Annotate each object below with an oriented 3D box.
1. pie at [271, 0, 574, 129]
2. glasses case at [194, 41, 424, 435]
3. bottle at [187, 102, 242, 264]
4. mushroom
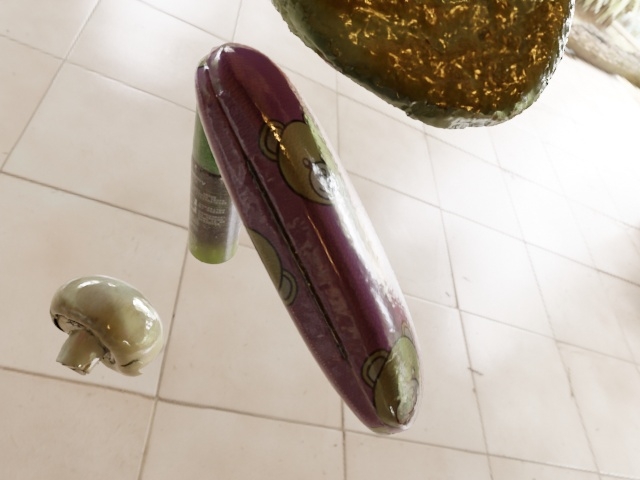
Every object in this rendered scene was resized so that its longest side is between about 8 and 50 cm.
[{"bbox_3d":[0.104,-0.244,0.447,0.324,0.070,0.322,2,81,-15],"label":"pie"},{"bbox_3d":[0.000,0.000,0.377,0.316,0.076,0.123,64,19,-6],"label":"glasses case"},{"bbox_3d":[-0.162,-0.089,0.776,0.093,0.330,0.093,8,51,-11],"label":"bottle"},{"bbox_3d":[-0.281,0.115,0.624,0.154,0.154,0.122,38,59,-3],"label":"mushroom"}]
